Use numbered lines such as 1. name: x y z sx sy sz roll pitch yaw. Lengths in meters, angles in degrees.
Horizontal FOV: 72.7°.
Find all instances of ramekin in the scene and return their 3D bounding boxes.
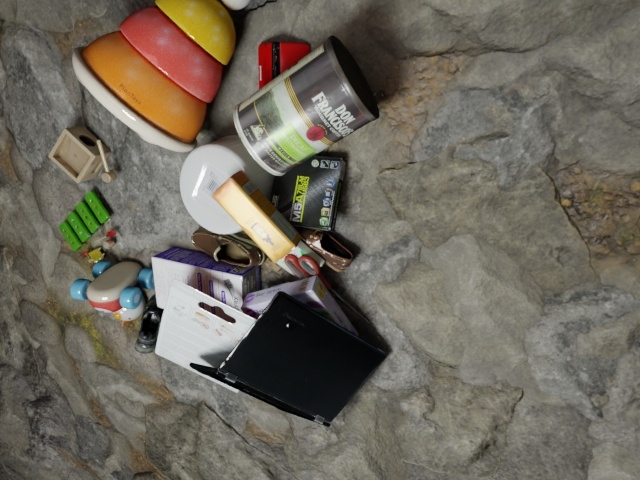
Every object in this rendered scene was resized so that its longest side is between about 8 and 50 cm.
1. ramekin: -0.255 -0.150 1.211 0.278 0.135 0.276 8 110 22

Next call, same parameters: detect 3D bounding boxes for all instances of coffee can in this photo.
1. coffee can: -0.032 -0.302 1.009 0.276 0.201 0.201 -27 95 24

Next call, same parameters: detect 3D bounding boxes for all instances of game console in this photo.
1. game console: -0.095 -0.428 1.116 0.124 0.085 0.143 25 119 50

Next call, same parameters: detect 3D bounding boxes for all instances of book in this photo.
1. book: -0.058 0.055 1.210 0.096 0.035 0.144 40 148 -7

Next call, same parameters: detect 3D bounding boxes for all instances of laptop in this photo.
1. laptop: -0.105 0.349 1.261 0.382 0.236 0.408 35 154 -22

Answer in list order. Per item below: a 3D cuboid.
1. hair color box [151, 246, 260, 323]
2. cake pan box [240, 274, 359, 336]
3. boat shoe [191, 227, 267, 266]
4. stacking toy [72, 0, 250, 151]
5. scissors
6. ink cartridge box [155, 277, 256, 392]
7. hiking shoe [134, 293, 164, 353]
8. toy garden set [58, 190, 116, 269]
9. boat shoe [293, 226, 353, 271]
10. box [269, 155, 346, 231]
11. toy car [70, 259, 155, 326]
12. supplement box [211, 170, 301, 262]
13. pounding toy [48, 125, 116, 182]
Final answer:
1. hair color box: -0.358 0.145 1.371 0.339 0.110 0.185 11 112 23
2. cake pan box: -0.063 0.230 1.245 0.267 0.070 0.245 -17 119 28
3. boat shoe: -0.292 0.019 1.306 0.258 0.095 0.095 12 111 20
4. stacking toy: -0.324 -0.491 1.082 0.480 0.350 0.350 -44 86 11
5. scissors: 0.017 0.138 1.215 0.109 0.021 0.297 -15 126 46
6. ink cartridge box: -0.330 0.282 1.337 0.309 0.091 0.384 27 128 0
7. hiking shoe: -0.546 0.255 1.439 0.086 0.226 0.114 16 131 -19
8. toy garden set: -0.803 -0.030 1.549 0.244 0.049 0.203 -33 90 28
9. boat shoe: 0.000 0.000 1.174 0.207 0.073 0.073 34 151 2
10. box: -0.039 -0.127 1.138 0.184 0.045 0.190 10 88 19
11. toy car: -0.683 0.214 1.501 0.220 0.210 0.237 7 123 11
12. supplement box: -0.156 -0.059 1.088 0.078 0.080 0.233 -37 99 23
13. pounding toy: -0.736 -0.272 1.416 0.206 0.094 0.181 44 114 -5
